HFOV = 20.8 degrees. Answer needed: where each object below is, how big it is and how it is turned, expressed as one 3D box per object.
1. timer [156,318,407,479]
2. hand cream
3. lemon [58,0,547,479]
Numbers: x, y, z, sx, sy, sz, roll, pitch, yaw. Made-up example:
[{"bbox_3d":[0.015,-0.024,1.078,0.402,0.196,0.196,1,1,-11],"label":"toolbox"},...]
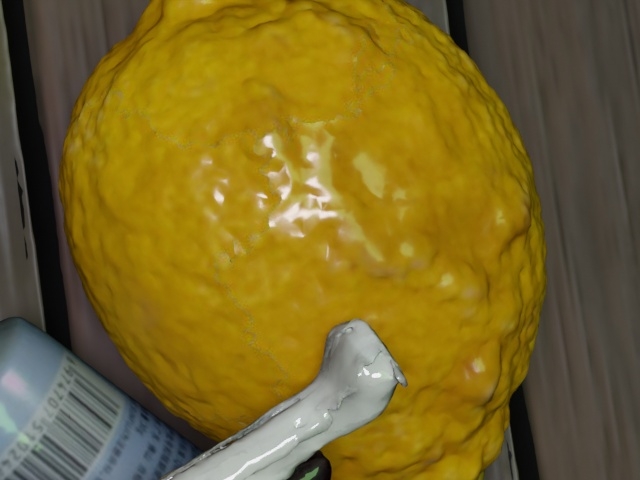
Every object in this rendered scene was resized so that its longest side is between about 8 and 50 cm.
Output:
[{"bbox_3d":[-0.108,0.106,0.442,0.266,0.175,0.175,-8,85,-22],"label":"timer"},{"bbox_3d":[-0.034,0.114,0.552,0.271,0.058,0.091,41,60,-17],"label":"hand cream"},{"bbox_3d":[0.000,0.000,0.536,0.142,0.142,0.187,-34,101,-25],"label":"lemon"}]
